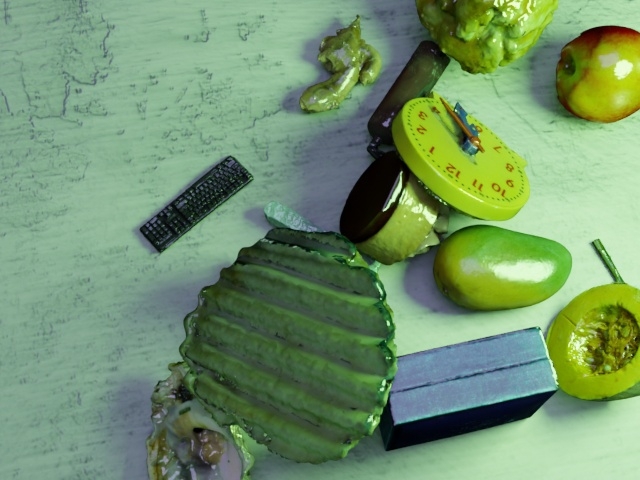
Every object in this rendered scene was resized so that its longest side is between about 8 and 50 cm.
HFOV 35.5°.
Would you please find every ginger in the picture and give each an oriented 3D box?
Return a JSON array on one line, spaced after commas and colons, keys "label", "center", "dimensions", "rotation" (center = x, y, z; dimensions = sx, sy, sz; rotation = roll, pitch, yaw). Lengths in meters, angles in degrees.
[{"label": "ginger", "center": [0.029, -0.335, 1.954], "dimensions": [0.214, 0.059, 0.133], "rotation": [-39, 81, -10]}]

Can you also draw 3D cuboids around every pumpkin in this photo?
[{"label": "pumpkin", "center": [0.507, 0.190, 1.712], "dimensions": [0.110, 0.217, 0.217], "rotation": [34, 69, -30]}]

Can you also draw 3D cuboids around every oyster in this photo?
[{"label": "oyster", "center": [-0.195, 0.374, 1.682], "dimensions": [0.201, 0.107, 0.354], "rotation": [-14, 74, 30]}]

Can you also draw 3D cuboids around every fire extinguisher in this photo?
[{"label": "fire extinguisher", "center": [0.163, -0.258, 1.911], "dimensions": [0.089, 0.072, 0.268], "rotation": [29, 73, 15]}]

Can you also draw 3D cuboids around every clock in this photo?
[{"label": "clock", "center": [0.258, -0.157, 1.769], "dimensions": [0.277, 0.071, 0.293], "rotation": [33, 36, -5]}]

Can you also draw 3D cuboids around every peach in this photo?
[{"label": "peach", "center": [0.545, -0.313, 1.871], "dimensions": [0.197, 0.197, 0.197], "rotation": [0, 70, 1]}]

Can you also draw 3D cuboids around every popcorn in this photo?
[{"label": "popcorn", "center": [0.320, -0.469, 1.876], "dimensions": [0.247, 0.282, 0.282], "rotation": [-26, 69, -38]}]

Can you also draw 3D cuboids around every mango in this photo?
[{"label": "mango", "center": [0.325, 0.051, 1.780], "dimensions": [0.251, 0.114, 0.156], "rotation": [5, 59, -10]}]

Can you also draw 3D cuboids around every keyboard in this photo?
[{"label": "keyboard", "center": [-0.234, -0.072, 1.880], "dimensions": [0.231, 0.023, 0.072], "rotation": [-40, 72, -12]}]

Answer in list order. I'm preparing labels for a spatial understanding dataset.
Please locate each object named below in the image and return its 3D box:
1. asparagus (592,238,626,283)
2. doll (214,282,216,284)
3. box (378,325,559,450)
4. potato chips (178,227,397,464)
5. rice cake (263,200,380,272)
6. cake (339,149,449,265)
[{"label": "asparagus", "center": [0.533, 0.052, 1.820], "dimensions": [0.015, 0.018, 0.127], "rotation": [-37, 69, 25]}, {"label": "doll", "center": [-0.083, 0.131, 1.752], "dimensions": [0.182, 0.117, 0.257], "rotation": [-21, 73, 0]}, {"label": "box", "center": [0.223, 0.248, 1.615], "dimensions": [0.261, 0.279, 0.116], "rotation": [-13, 71, -3]}, {"label": "potato chips", "center": [-0.045, 0.149, 1.580], "dimensions": [0.429, 0.070, 0.358], "rotation": [18, 79, 40]}, {"label": "rice cake", "center": [0.000, 0.000, 1.835], "dimensions": [0.245, 0.045, 0.042], "rotation": [32, 74, 12]}, {"label": "cake", "center": [0.151, -0.039, 1.780], "dimensions": [0.178, 0.208, 0.185], "rotation": [32, 105, -16]}]
